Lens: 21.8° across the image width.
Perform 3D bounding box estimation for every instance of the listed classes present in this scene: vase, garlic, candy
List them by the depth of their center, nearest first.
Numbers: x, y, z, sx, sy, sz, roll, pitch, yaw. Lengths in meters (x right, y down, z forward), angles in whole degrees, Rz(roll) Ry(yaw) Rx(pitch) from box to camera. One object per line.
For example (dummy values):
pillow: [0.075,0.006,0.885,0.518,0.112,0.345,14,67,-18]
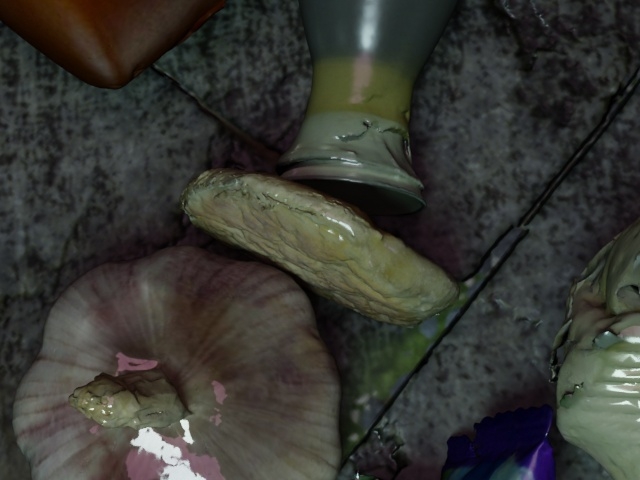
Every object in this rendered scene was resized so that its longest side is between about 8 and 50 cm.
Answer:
candy: [0.120,0.254,1.150,0.070,0.145,0.275,10,72,-26]
garlic: [-0.112,0.112,1.154,0.245,0.253,0.245,-2,78,10]
vase: [0.041,-0.186,1.280,0.173,0.173,0.321,8,78,7]

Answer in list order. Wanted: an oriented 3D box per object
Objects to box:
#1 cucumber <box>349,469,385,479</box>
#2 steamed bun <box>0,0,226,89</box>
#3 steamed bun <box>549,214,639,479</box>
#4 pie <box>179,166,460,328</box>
cucumber: [0.074,0.222,1.126,0.046,0.070,0.220,12,36,-26]
steamed bun: [-0.223,-0.311,1.292,0.235,0.248,0.379,-44,73,-9]
steamed bun: [0.315,0.081,1.152,0.280,0.207,0.268,42,124,-5]
pie: [-0.002,0.003,1.213,0.218,0.185,0.052,26,82,6]
